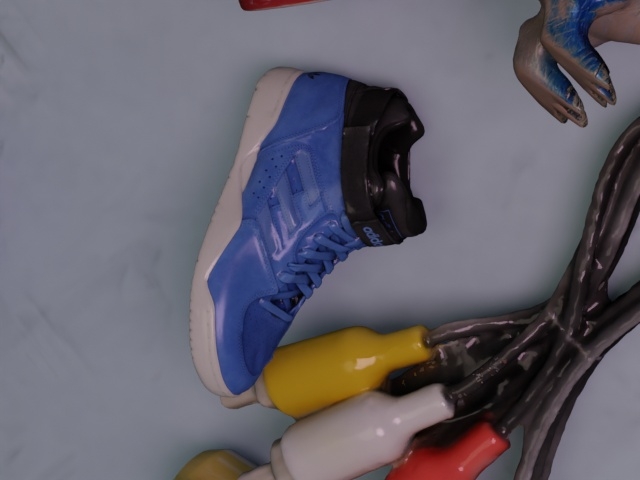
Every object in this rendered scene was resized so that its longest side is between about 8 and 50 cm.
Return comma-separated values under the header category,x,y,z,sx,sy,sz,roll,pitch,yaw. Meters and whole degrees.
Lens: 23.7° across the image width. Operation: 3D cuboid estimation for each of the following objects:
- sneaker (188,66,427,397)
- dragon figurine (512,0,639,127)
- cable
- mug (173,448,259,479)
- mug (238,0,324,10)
category,x,y,z,sx,sy,sz,roll,pitch,yaw
sneaker,0.000,0.000,0.669,0.084,0.058,0.152,10,75,24
dragon figurine,0.093,-0.143,0.557,0.289,0.085,0.144,40,83,3
cable,0.086,0.055,0.648,0.287,0.072,0.139,-38,76,30
mug,-0.041,0.130,0.740,0.064,0.062,0.078,37,148,24
mug,-0.022,-0.181,0.619,0.150,0.113,0.169,-14,103,-9
